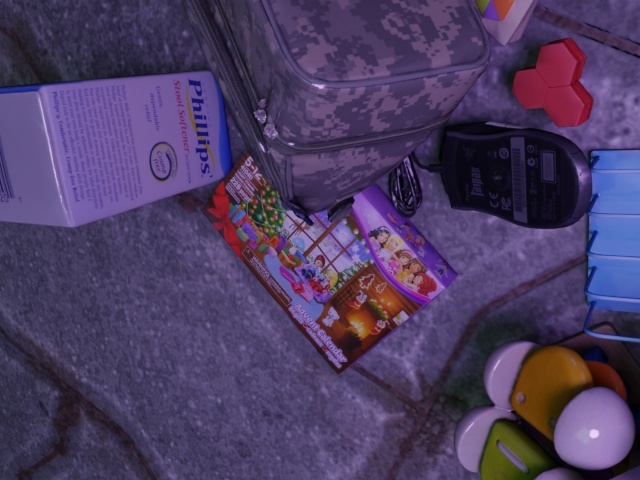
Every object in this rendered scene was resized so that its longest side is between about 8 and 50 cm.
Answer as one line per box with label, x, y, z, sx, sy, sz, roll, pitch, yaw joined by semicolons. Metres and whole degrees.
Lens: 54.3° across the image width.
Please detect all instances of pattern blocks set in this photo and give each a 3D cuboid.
pattern blocks set;0.144;-0.278;0.568;0.325;0.026;0.285;44;149;31

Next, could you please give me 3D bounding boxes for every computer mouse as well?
computer mouse;0.165;-0.111;0.642;0.262;0.060;0.183;9;114;54

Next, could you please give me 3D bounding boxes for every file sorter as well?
file sorter;0.313;0.004;0.592;0.118;0.104;0.170;3;107;29

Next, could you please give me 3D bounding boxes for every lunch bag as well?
lunch bag;-0.010;-0.196;0.625;0.305;0.213;0.256;66;158;15

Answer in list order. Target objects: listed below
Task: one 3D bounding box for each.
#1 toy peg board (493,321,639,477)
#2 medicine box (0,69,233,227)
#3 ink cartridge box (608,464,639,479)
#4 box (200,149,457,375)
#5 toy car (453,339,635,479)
toy peg board;0.282;0.201;0.683;0.161;0.079;0.161;-34;87;33
medicine box;-0.305;-0.127;0.792;0.264;0.289;0.149;4;109;28
ink cartridge box;0.321;0.211;0.553;0.060;0.275;0.238;22;104;48
box;0.000;0.000;0.794;0.293;0.057;0.201;49;121;8
toy car;0.231;0.194;0.609;0.181;0.136;0.159;-69;25;9
